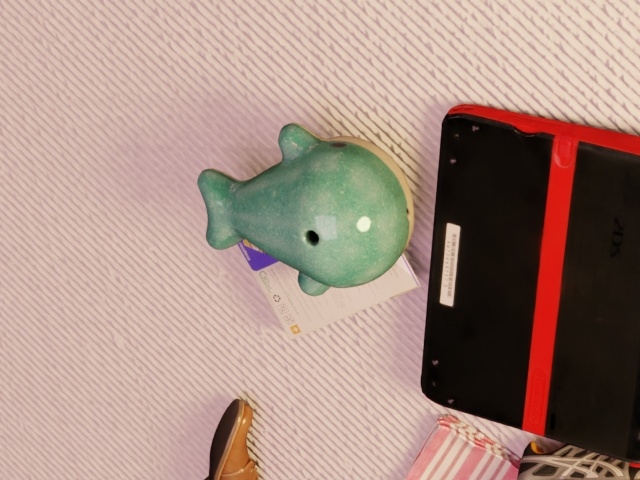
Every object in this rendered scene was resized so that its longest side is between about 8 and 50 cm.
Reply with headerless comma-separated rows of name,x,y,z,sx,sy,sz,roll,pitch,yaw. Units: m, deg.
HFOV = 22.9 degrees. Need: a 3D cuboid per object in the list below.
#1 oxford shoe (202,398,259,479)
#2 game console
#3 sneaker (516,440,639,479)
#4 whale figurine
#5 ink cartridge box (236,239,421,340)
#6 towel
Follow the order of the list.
oxford shoe,-0.115,0.308,2.161,0.076,0.076,0.212,9,117,-11
game console,0.284,0.055,1.826,0.342,0.060,0.386,16,114,30
sneaker,0.333,0.278,1.904,0.215,0.084,0.083,-7,65,24
whale figurine,-0.030,-0.028,1.857,0.272,0.141,0.216,2,112,22
ink cartridge box,0.000,0.000,1.963,0.208,0.045,0.206,-24,100,31
towel,0.207,0.324,2.018,0.197,0.029,0.144,32,123,10
